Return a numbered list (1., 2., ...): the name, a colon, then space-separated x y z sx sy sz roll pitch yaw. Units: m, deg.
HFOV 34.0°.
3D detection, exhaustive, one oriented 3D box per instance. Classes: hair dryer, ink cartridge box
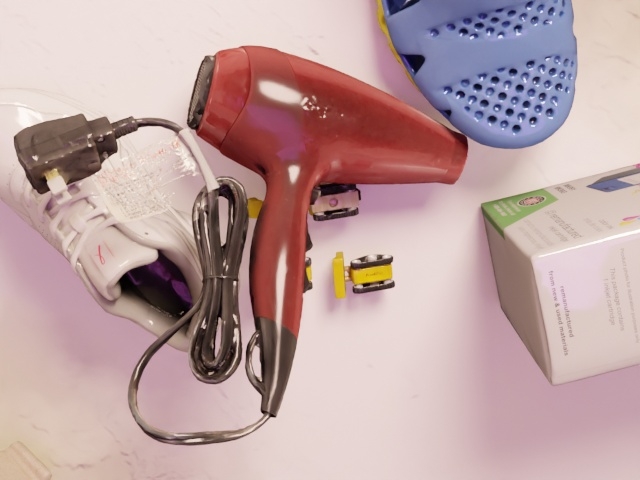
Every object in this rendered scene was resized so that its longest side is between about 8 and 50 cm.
1. hair dryer: -0.028 -0.019 0.678 0.293 0.080 0.224 -28 87 -23
2. ink cartridge box: 0.231 0.006 0.706 0.212 0.154 0.093 -13 105 1

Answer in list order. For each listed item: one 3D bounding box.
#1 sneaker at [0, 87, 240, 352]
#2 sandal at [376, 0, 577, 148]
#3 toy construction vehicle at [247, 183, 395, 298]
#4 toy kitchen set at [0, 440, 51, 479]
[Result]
1. sneaker: -0.144 -0.014 0.694 0.232 0.115 0.090 40 100 -14
2. sandal: 0.087 -0.200 0.646 0.126 0.138 0.317 -22 108 0
3. toy construction vehicle: 0.000 0.000 0.754 0.098 0.035 0.086 -11 108 -9
4. toy kitchen set: -0.336 0.168 0.765 0.207 0.166 0.122 35 103 24
